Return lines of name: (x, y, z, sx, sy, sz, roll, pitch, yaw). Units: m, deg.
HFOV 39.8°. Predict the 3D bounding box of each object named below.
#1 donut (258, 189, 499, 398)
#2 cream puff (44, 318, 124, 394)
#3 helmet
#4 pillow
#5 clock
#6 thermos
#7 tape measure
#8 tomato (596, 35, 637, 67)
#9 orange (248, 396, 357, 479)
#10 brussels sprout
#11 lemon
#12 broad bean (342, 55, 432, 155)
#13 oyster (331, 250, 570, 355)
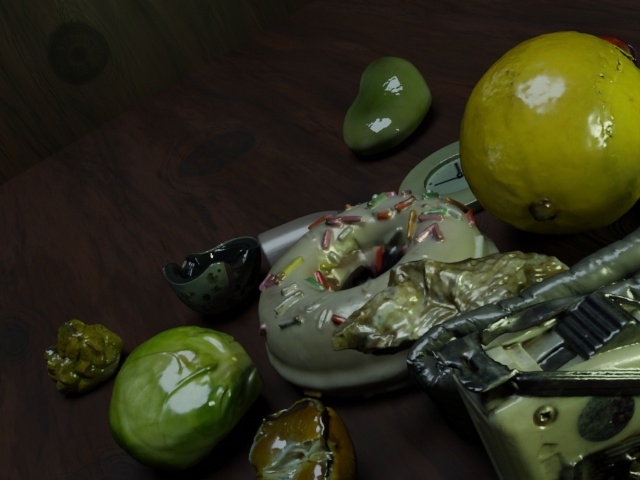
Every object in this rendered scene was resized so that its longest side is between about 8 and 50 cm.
donut: (0.078, 0.061, 1.285, 0.383, 0.142, 0.382, -20, 29, 12)
cream puff: (-0.422, 0.192, 1.543, 0.146, 0.116, 0.146, -20, 31, 13)
helmet: (-0.175, 0.069, 1.545, 0.153, 0.107, 0.177, -8, 14, 39)
pillow: (0.265, 0.106, 0.962, 0.326, 0.228, 0.101, -29, 58, 4)
clock: (0.247, -0.110, 1.552, 0.235, 0.029, 0.235, -23, 28, 13)
thermos: (0.000, 0.000, 1.520, 0.193, 0.105, 0.137, -25, -5, -1)
tape measure: (0.261, 0.153, 0.810, 0.231, 0.271, 0.133, -30, 28, -2)
tomato: (0.457, -0.258, 1.476, 0.167, 0.167, 0.167, -22, 28, 12)
orange: (-0.017, 0.273, 1.035, 0.160, 0.112, 0.170, 35, 99, 54)
brussels sprout: (-0.192, 0.219, 1.233, 0.223, 0.161, 0.223, -28, 26, 16)
lemon: (0.340, -0.151, 1.262, 0.297, 0.297, 0.297, -22, 28, 12)
broad bean: (0.143, -0.272, 1.856, 0.189, 0.121, 0.263, -4, 50, 30)
oyster: (0.179, 0.073, 1.066, 0.341, 0.166, 0.110, -8, 73, 1)
